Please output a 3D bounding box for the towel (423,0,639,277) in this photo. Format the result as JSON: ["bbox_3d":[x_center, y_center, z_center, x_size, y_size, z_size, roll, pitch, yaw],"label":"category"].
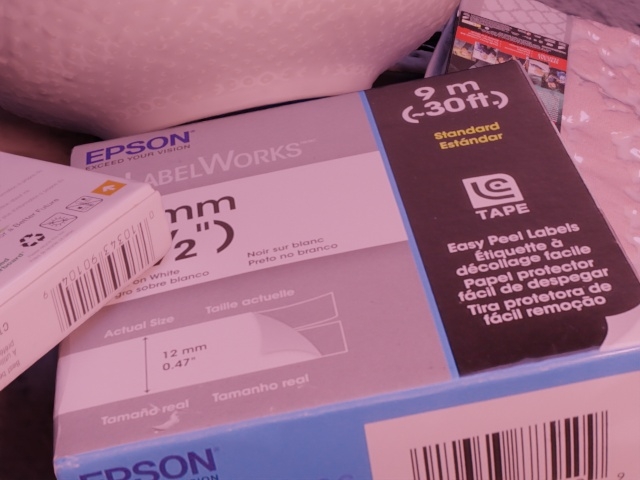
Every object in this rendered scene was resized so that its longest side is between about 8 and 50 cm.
[{"bbox_3d":[0.217,-0.057,0.867,0.317,0.053,0.332,21,43,1],"label":"towel"}]

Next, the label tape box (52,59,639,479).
[{"bbox_3d":[0.000,0.000,0.621,0.249,0.115,0.348,-11,40,-1],"label":"label tape box"}]

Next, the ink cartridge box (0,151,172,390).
[{"bbox_3d":[-0.208,0.021,0.516,0.208,0.045,0.206,14,39,31],"label":"ink cartridge box"}]

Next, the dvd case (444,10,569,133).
[{"bbox_3d":[0.131,-0.115,0.848,0.087,0.013,0.119,17,43,-1],"label":"dvd case"}]

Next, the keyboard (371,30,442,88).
[{"bbox_3d":[0.111,-0.103,0.936,0.317,0.033,0.202,4,45,-18],"label":"keyboard"}]

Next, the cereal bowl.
[{"bbox_3d":[-0.062,-0.137,0.734,0.339,0.141,0.339,-12,0,0],"label":"cereal bowl"}]
